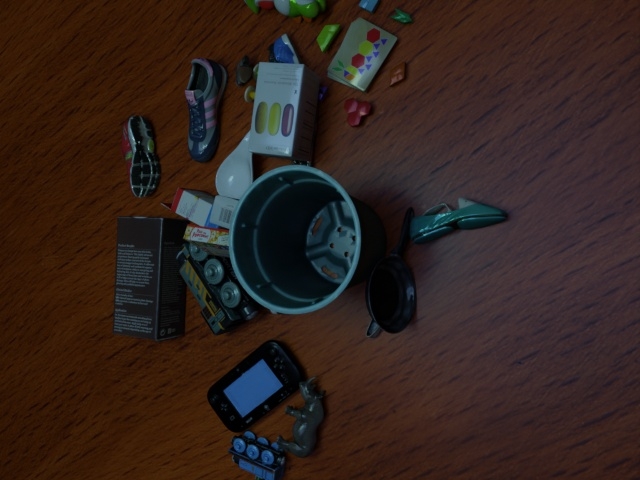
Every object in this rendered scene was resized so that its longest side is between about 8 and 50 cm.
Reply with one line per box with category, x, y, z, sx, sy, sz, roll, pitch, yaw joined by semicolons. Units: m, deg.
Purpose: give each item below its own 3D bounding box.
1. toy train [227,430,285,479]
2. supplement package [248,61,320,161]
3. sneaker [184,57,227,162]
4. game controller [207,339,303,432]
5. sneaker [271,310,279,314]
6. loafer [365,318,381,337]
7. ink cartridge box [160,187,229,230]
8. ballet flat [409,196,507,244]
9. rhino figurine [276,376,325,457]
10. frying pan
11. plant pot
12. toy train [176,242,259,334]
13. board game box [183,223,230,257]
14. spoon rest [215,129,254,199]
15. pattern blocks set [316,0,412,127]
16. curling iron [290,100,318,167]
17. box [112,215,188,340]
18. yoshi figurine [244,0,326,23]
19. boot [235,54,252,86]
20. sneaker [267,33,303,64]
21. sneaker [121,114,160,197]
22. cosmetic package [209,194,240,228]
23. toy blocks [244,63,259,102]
toy train;-0.187;0.639;1.586;0.184;0.080;0.105;12;100;24
supplement package;-0.098;-0.351;1.493;0.139;0.134;0.244;9;94;20
sneaker;-0.381;-0.406;1.670;0.112;0.131;0.318;8;92;24
game controller;-0.196;0.435;1.600;0.319;0.067;0.166;-41;73;19
sneaker;-0.097;0.102;1.563;0.121;0.079;0.216;-9;93;21
loafer;0.159;0.210;1.457;0.045;0.039;0.125;28;100;23
ink cartridge box;-0.356;-0.098;1.649;0.231;0.134;0.078;27;100;22
ballet flat;0.339;-0.062;1.364;0.247;0.083;0.087;-16;68;21
rhino figurine;-0.045;0.500;1.525;0.106;0.073;0.243;17;93;14
frying pan;0.174;0.074;1.379;0.053;0.197;0.326;-8;85;44
plant pot;0.000;0.000;1.375;0.341;0.334;0.341;0;89;24
toy train;-0.317;0.124;1.631;0.190;0.142;0.334;-46;71;26
board game box;-0.249;0.012;1.462;0.194;0.147;0.045;8;74;20
spoon rest;-0.227;-0.239;1.622;0.137;0.084;0.276;36;102;21
pattern blocks set;0.112;-0.511;1.501;0.285;0.026;0.325;44;103;16
curling iron;-0.037;-0.332;1.564;0.068;0.035;0.274;11;93;24
box;-0.546;0.115;1.730;0.191;0.143;0.381;3;92;25
yoshi figurine;-0.136;-0.768;1.539;0.362;0.203;0.203;30;94;19
boot;-0.236;-0.498;1.630;0.087;0.042;0.118;131;147;-54
sneaker;-0.105;-0.528;1.586;0.085;0.058;0.152;-29;73;15
sneaker;-0.614;-0.275;1.808;0.118;0.107;0.279;-12;80;42
cosmetic package;-0.193;-0.066;1.520;0.117;0.231;0.085;18;96;23
toy blocks;-0.142;-0.449;1.604;0.148;0.054;0.123;26;100;23
